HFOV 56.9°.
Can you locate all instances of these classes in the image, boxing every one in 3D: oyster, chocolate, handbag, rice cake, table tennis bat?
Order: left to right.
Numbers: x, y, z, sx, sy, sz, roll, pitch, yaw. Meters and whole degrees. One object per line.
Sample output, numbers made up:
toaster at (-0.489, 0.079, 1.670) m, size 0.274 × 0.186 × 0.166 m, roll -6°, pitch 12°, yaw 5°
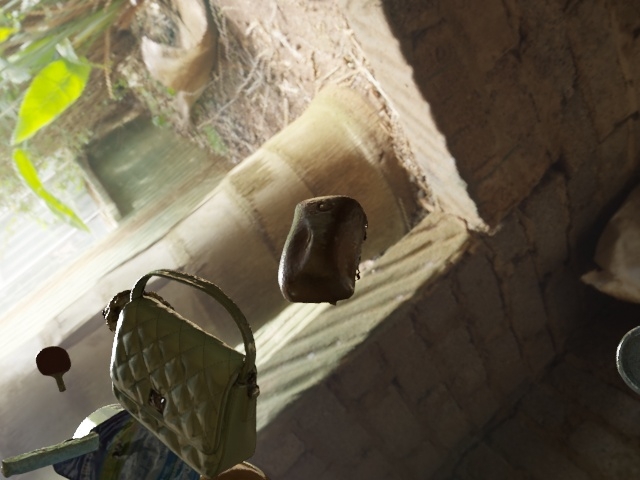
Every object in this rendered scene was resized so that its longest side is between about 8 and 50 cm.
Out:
rice cake at (-0.346, 0.276, 0.765) m, size 0.021 × 0.121 × 0.022 m, roll 4°, pitch 97°, yaw 45°
table tennis bat at (-0.734, 0.357, 1.641) m, size 0.013 × 0.086 × 0.157 m, roll -126°, pitch 28°, yaw -58°
oyster at (-0.332, 0.231, 1.287) m, size 0.078 × 0.128 × 0.345 m, roll 32°, pitch 158°, yaw 54°
handbag at (-0.172, 0.146, 0.736) m, size 0.256 × 0.079 × 0.219 m, roll 21°, pitch 112°, yaw 37°
chocolate at (0.000, -0.002, 1.123) m, size 0.083 × 0.160 × 0.262 m, roll 68°, pitch -157°, yaw -43°

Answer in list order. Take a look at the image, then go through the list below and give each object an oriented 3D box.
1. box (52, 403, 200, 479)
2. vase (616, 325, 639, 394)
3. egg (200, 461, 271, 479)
box at (-0.408, 0.435, 1.175) m, size 0.291 × 0.263 × 0.206 m, roll 22°, pitch 165°, yaw -33°
vase at (0.880, 0.287, 1.446) m, size 0.321 × 0.173 × 0.173 m, roll 4°, pitch -158°, yaw -38°
egg at (-0.228, 0.673, 1.387) m, size 0.301 × 0.301 × 0.374 m, roll 47°, pitch 164°, yaw 10°
